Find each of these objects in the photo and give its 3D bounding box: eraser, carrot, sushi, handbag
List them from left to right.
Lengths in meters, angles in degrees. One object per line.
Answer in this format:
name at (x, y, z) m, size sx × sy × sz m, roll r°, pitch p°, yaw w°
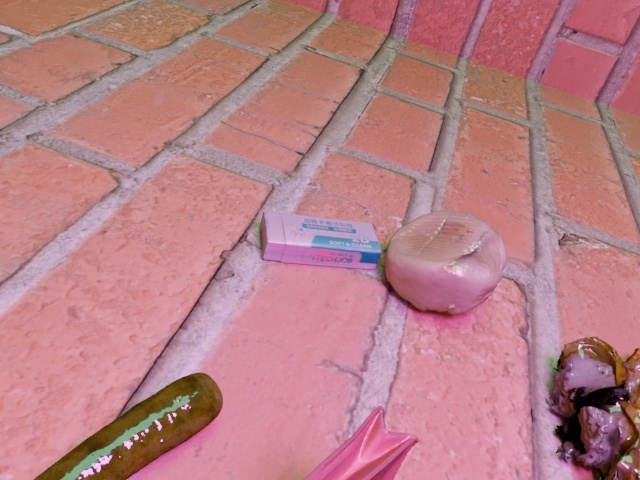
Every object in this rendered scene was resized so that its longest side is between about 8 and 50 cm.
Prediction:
carrot at (-0.257, 0.262, 0.677) m, size 0.074 × 0.074 × 0.358 m, roll 35°, pitch 42°, yaw 24°
eraser at (0.000, 0.000, 1.145) m, size 0.225 × 0.052 × 0.095 m, roll 6°, pitch 39°, yaw -16°
handbag at (0.012, 0.284, 0.625) m, size 0.059 × 0.212 × 0.157 m, roll 37°, pitch 40°, yaw 26°
sushi at (0.427, 0.258, 0.899) m, size 0.131 × 0.139 × 0.291 m, roll 11°, pitch 36°, yaw 6°

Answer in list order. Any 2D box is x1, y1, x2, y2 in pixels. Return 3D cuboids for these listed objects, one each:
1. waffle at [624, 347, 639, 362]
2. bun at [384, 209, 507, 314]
waffle at (0.563, 0.254, 1.034) m, size 0.148 × 0.042 × 0.102 m, roll -22°, pitch 52°, yaw -41°
bun at (0.236, 0.047, 1.111) m, size 0.229 × 0.145 × 0.229 m, roll -18°, pitch 29°, yaw 10°
